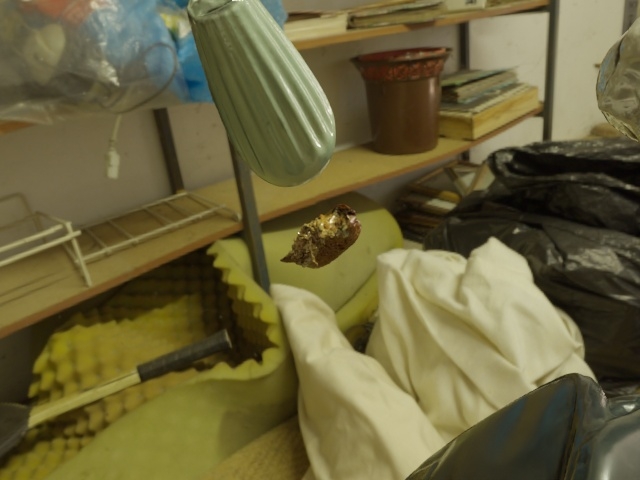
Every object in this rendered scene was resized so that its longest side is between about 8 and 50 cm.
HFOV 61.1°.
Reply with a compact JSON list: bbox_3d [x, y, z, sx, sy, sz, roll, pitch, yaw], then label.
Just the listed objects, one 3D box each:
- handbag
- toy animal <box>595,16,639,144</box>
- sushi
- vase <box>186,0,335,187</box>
[{"bbox_3d":[0.153,0.212,0.396,0.275,0.302,0.177,11,49,-23],"label":"handbag"},{"bbox_3d":[0.400,-0.158,0.517,0.206,0.271,0.265,-21,11,-16],"label":"toy animal"},{"bbox_3d":[-0.001,-0.003,0.653,0.060,0.118,0.061,27,24,-38],"label":"sushi"},{"bbox_3d":[-0.066,-0.171,0.612,0.128,0.248,0.128,-10,55,14],"label":"vase"}]
